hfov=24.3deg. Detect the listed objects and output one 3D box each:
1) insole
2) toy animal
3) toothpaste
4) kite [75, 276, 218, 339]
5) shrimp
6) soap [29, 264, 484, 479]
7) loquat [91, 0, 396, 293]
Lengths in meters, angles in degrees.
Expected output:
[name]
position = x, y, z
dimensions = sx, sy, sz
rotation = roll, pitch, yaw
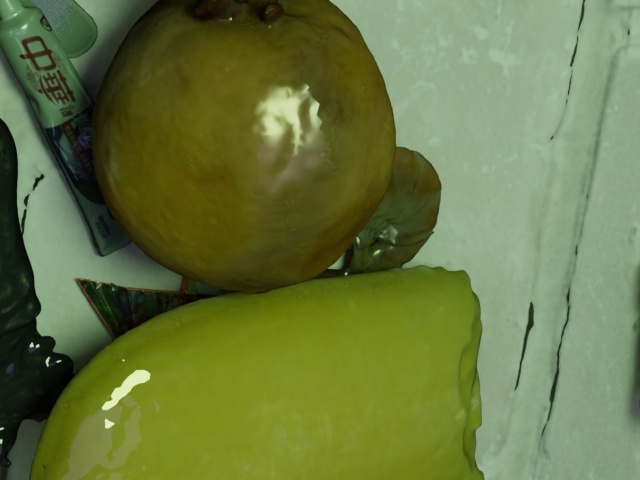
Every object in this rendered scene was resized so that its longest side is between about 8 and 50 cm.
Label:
[insole]
position = -0.228, -0.190, 1.099
dimensions = 0.053, 0.002, 0.152
rotation = -48, 118, 0
[toy animal]
position = -0.270, 0.053, 1.115
dimensions = 0.168, 0.106, 0.343
rotation = -28, 122, -18
[toothpaste]
position = -0.191, -0.092, 1.130
dimensions = 0.060, 0.038, 0.233
rotation = -30, 120, -9
[kite]
position = -0.115, 0.063, 1.228
dimensions = 0.190, 0.010, 0.159
rotation = 8, 104, -25
[shrimp]
position = -0.002, -0.002, 1.233
dimensions = 0.236, 0.053, 0.133
rotation = -20, 132, -20
[soap]
position = -0.048, 0.179, 1.210
dimensions = 0.427, 0.115, 0.306
rotation = -12, 119, -36
[loquat]
position = -0.057, -0.078, 1.092
dimensions = 0.193, 0.238, 0.238
rotation = -39, 128, -53
